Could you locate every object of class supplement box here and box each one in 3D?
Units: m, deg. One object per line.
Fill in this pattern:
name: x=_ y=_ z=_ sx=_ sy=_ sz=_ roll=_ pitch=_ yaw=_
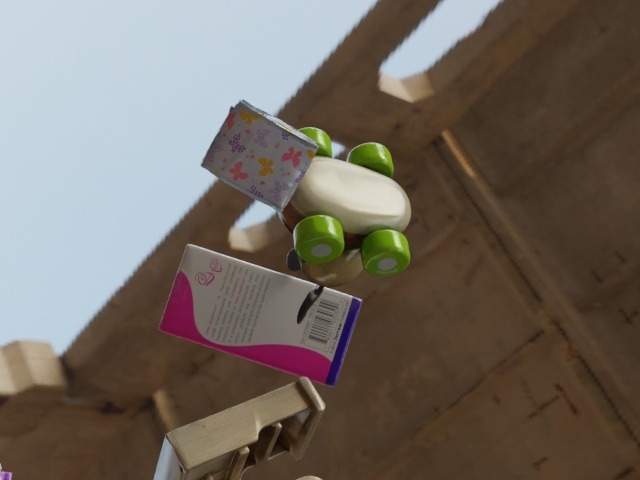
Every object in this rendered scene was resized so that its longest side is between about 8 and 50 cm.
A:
supplement box: x=-0.071 y=0.094 z=1.394 sx=0.220 sy=0.114 sz=0.111 roll=18 pitch=-97 yaw=3

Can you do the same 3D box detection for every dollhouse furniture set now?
dollhouse furniture set: x=-0.032 y=0.280 z=1.117 sx=0.242 sy=0.161 sz=0.212 roll=55 pitch=-33 yaw=26

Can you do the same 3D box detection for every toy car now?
toy car: x=0.000 y=0.000 z=1.268 sx=0.188 sy=0.149 sz=0.155 roll=123 pitch=-30 yaw=-43

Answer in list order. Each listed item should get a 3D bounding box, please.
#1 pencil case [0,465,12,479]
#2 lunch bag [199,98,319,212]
pencil case: x=-0.307 y=0.177 z=0.879 sx=0.088 sy=0.206 sz=0.086 roll=13 pitch=-104 yaw=6
lunch bag: x=-0.053 y=-0.076 z=0.998 sx=0.071 sy=0.083 sz=0.053 roll=-61 pitch=-169 yaw=8
